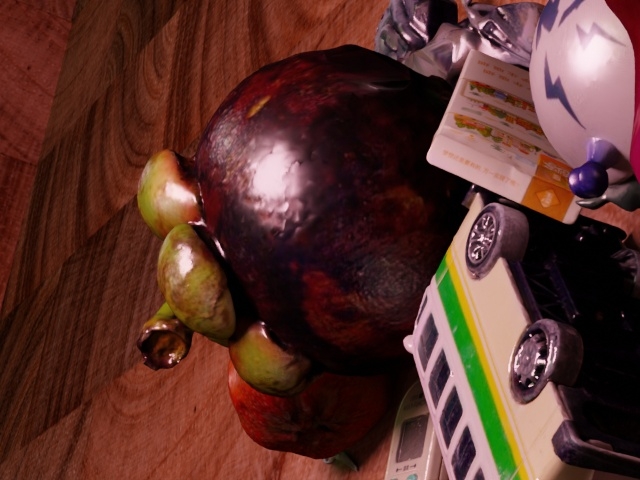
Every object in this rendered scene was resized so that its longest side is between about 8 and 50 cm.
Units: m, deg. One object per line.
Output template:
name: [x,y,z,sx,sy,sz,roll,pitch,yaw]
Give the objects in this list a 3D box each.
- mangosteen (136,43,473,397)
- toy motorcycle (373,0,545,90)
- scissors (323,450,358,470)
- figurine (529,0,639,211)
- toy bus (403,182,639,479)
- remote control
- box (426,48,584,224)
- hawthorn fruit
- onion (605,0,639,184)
mangosteen: [0.011,-0.014,1.469,0.311,0.311,0.311,-49,29,41]
toy motorcycle: [0.133,-0.177,1.604,0.270,0.106,0.159,53,126,48]
scissors: [0.021,0.208,1.678,0.036,0.006,0.083,-70,22,6]
figurine: [0.246,-0.188,1.263,0.261,0.186,0.382,96,178,-64]
toy bus: [0.165,0.114,1.241,0.179,0.143,0.305,-61,24,27]
remote control: [0.082,0.222,1.476,0.078,0.042,0.221,-29,44,60]
box: [0.157,-0.086,1.365,0.220,0.122,0.032,-63,-3,-65]
hawthorn fruit: [-0.014,0.112,1.647,0.157,0.157,0.194,-59,27,26]
onion: [0.261,-0.158,0.888,0.398,0.420,0.398,-61,13,24]
